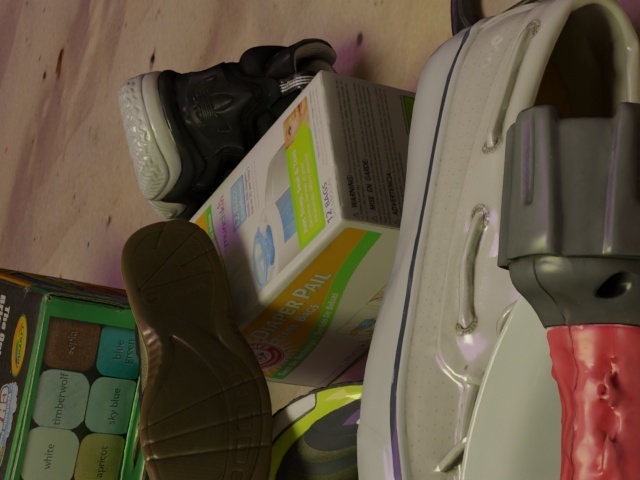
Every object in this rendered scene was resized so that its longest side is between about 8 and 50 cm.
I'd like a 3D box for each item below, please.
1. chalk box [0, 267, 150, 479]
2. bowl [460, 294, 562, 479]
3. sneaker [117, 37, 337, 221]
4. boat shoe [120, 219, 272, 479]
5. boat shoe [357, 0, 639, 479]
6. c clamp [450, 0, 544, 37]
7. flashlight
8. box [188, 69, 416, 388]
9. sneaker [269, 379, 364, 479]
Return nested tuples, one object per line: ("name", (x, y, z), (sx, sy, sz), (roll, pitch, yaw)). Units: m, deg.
("chalk box", (-0.168, 0.129, 1.312), (0.289, 0.179, 0.180), (13, 91, 60))
("bowl", (0.193, 0.120, 0.719), (0.298, 0.134, 0.297), (-29, 56, 55))
("sneaker", (-0.049, -0.069, 1.246), (0.268, 0.153, 0.101), (63, -167, -82))
("boat shoe", (-0.072, 0.091, 1.061), (0.073, 0.080, 0.223), (79, 175, -55))
("boat shoe", (0.124, 0.036, 0.890), (0.156, 0.136, 0.367), (-24, 51, 53))
("c clamp", (0.125, -0.184, 1.055), (0.161, 0.022, 0.137), (-35, 57, 50))
("flashlight", (0.099, 0.104, 0.639), (0.103, 0.103, 0.304), (65, -154, -82))
("box", (0.000, 0.000, 1.128), (0.203, 0.103, 0.114), (-45, 44, 46))
("sneaker", (0.008, 0.194, 1.073), (0.121, 0.111, 0.300), (63, 141, 35))
